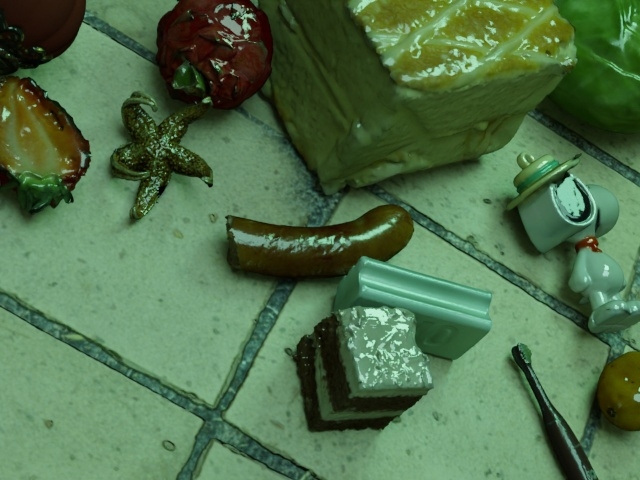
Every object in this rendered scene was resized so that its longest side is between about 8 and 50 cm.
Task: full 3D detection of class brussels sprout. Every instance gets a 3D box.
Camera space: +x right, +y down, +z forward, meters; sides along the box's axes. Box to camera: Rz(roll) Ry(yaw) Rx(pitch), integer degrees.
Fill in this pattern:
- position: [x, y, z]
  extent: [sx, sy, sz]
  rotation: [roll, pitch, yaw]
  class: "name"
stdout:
- position: [0.506, -0.319, 2.154]
  extent: [0.328, 0.247, 0.328]
  rotation: [10, 61, -19]
  class: "brussels sprout"

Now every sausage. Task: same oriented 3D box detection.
- position: [0.002, 0.004, 1.823]
  extent: [0.302, 0.076, 0.103]
  rotation: [-4, 63, -27]
  class: "sausage"

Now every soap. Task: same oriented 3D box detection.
- position: [0.124, 0.096, 1.799]
  extent: [0.198, 0.119, 0.066]
  rotation: [16, 56, -16]
  class: "soap"

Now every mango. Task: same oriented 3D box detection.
- position: [0.461, 0.219, 1.910]
  extent: [0.105, 0.084, 0.159]
  rotation: [34, 31, 17]
  class: "mango"

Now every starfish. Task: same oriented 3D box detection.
- position: [-0.214, -0.113, 1.782]
  extent: [0.146, 0.074, 0.190]
  rotation: [11, 77, -3]
  class: "starfish"

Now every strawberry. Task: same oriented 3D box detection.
- position: [-0.381, -0.116, 1.712]
  extent: [0.192, 0.085, 0.140]
  rotation: [39, 60, 8]
  class: "strawberry"

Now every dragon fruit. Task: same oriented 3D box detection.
- position: [-0.150, -0.278, 1.863]
  extent: [0.172, 0.172, 0.209]
  rotation: [12, 55, -18]
  class: "dragon fruit"

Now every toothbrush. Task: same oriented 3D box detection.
- position: [0.357, 0.308, 1.831]
  extent: [0.041, 0.041, 0.364]
  rotation: [-12, 67, -30]
  class: "toothbrush"

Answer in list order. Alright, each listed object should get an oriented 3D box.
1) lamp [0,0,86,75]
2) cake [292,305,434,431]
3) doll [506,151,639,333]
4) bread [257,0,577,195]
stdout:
- position: [-0.425, -0.331, 1.734]
  extent: [0.227, 0.227, 0.227]
  rotation: [12, 57, -19]
  class: "lamp"
- position: [0.055, 0.166, 1.707]
  extent: [0.134, 0.147, 0.135]
  rotation: [0, 63, -24]
  class: "cake"
- position: [0.391, -0.002, 1.969]
  extent: [0.208, 0.144, 0.271]
  rotation: [20, 50, -25]
  class: "doll"
- position: [0.129, -0.304, 1.944]
  extent: [0.390, 0.279, 0.371]
  rotation: [-18, 68, -32]
  class: "bread"
